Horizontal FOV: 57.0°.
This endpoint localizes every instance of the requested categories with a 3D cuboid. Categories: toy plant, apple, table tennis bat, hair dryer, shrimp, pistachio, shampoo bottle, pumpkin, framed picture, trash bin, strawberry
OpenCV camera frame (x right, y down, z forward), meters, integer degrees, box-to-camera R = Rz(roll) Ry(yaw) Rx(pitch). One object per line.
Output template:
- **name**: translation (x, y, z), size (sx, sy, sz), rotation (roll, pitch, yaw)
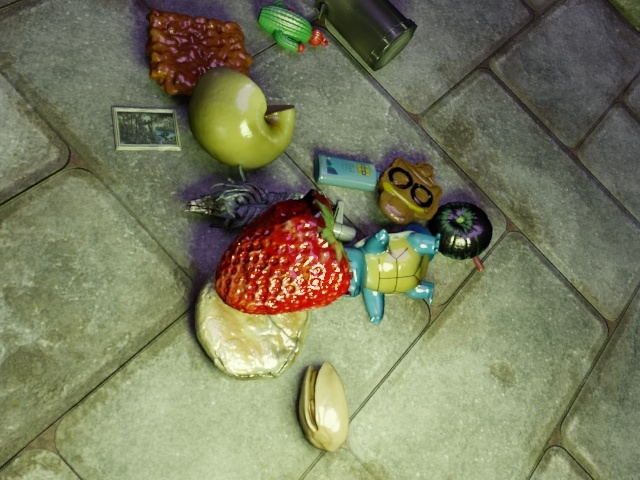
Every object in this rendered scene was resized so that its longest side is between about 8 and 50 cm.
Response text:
- **toy plant**: translation (-0.099, -0.704, 1.976), size (0.240, 0.088, 0.155), rotation (40, 56, -7)
- **apple**: translation (-0.229, -0.321, 1.640), size (0.295, 0.257, 0.234), rotation (25, 74, -56)
- **table tennis bat**: translation (0.491, 0.030, 1.934), size (0.098, 0.019, 0.155), rotation (-18, 72, -27)
- **hair dryer**: translation (0.063, -0.063, 1.782), size (0.081, 0.047, 0.137), rotation (16, 55, -17)
- **shrimp**: translation (-0.178, -0.093, 1.635), size (0.410, 0.166, 0.222), rotation (-1, 89, -38)
- **pistachio**: translation (0.009, 0.421, 1.494), size (0.152, 0.126, 0.223), rotation (28, 46, -54)
- **shampoo bottle**: translation (0.108, -0.207, 1.852), size (0.258, 0.061, 0.104), rotation (7, 62, -20)
- **pumpkin**: translation (0.440, -0.031, 1.858), size (0.201, 0.140, 0.202), rotation (-4, 56, 7)
- **framed picture**: translation (-0.494, -0.319, 1.679), size (0.183, 0.011, 0.142), rotation (-4, 69, -24)
- **trash bin**: translation (0.157, -0.770, 2.047), size (0.252, 0.203, 0.301), rotation (-41, 85, -19)
- **strawberry**: translation (-0.081, 0.053, 1.478), size (0.292, 0.309, 0.292), rotation (50, 23, -31)

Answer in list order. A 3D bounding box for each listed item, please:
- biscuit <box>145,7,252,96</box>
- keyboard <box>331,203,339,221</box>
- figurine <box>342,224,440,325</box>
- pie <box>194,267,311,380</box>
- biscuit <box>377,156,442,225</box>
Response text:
- **biscuit**: translation (-0.366, -0.552, 1.782), size (0.311, 0.110, 0.318), rotation (1, 67, -25)
- **keyboard**: translation (0.000, 0.000, 1.693), size (0.025, 0.093, 0.230), rotation (30, 58, -20)
- **figurine**: translation (0.210, 0.059, 1.687), size (0.416, 0.298, 0.243), rotation (-20, 42, -31)
- **pie**: translation (-0.182, 0.206, 1.536), size (0.337, 0.075, 0.338), rotation (9, 66, -20)
- **biscuit**: translation (0.285, -0.159, 1.841), size (0.208, 0.041, 0.290), rotation (39, 53, 0)
